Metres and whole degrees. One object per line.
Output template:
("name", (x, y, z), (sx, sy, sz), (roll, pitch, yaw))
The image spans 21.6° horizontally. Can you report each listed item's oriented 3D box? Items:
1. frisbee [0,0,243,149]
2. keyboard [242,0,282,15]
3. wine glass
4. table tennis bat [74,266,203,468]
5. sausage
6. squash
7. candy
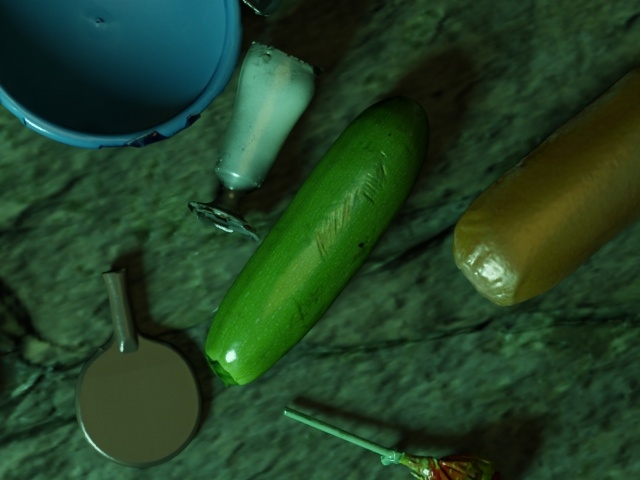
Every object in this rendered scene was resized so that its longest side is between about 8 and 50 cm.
("frisbee", (-0.185, -0.189, 1.411), (0.242, 0.045, 0.242), (4, 76, -15))
("keyboard", (-0.015, -0.302, 1.442), (0.093, 0.025, 0.230), (38, 74, -7))
("wine glass", (-0.056, -0.083, 1.415), (0.072, 0.072, 0.155), (22, 83, -6))
("table tennis bat", (-0.151, 0.106, 1.364), (0.107, 0.119, 0.170), (-11, 90, -9))
("sausage", (0.230, -0.051, 1.438), (0.274, 0.105, 0.105), (-39, 92, -9))
("squash", (0.001, -0.001, 1.411), (0.082, 0.082, 0.292), (37, 82, -4))
("candy", (0.061, 0.182, 1.429), (0.201, 0.060, 0.060), (22, 83, 1))
